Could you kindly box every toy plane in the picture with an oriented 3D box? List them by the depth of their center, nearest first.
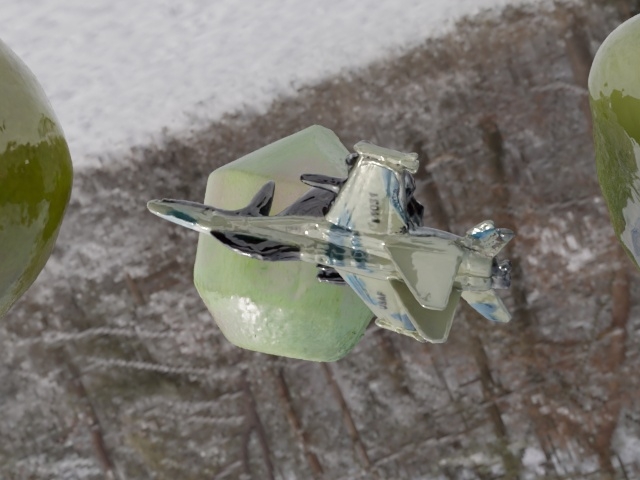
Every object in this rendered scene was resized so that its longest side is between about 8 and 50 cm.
[{"bbox_3d":[0.005,-0.008,0.717,0.262,0.192,0.088,20,-124,22],"label":"toy plane"}]

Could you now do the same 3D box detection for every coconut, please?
[{"bbox_3d":[-0.020,0.000,1.039,0.204,0.236,0.236,10,-159,26],"label":"coconut"}]

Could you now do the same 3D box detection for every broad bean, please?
[{"bbox_3d":[0.312,-0.060,0.876,0.119,0.291,0.238,-27,-132,-6],"label":"broad bean"}]

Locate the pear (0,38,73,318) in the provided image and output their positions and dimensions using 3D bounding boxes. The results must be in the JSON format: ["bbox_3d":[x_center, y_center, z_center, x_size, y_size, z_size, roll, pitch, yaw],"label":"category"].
[{"bbox_3d":[-0.305,-0.052,0.699,0.269,0.269,0.321,-21,174,17],"label":"pear"}]
